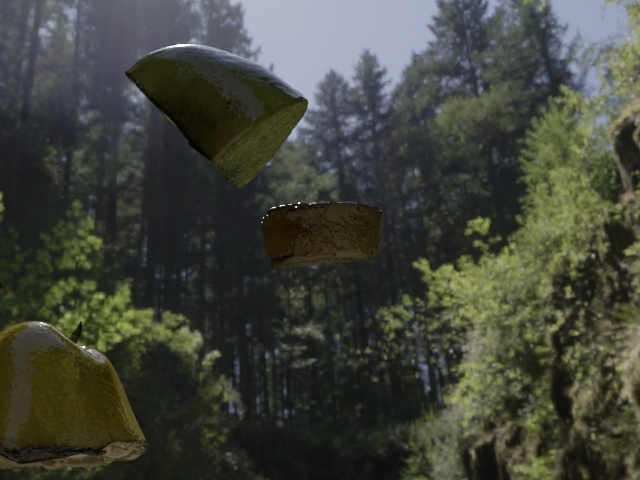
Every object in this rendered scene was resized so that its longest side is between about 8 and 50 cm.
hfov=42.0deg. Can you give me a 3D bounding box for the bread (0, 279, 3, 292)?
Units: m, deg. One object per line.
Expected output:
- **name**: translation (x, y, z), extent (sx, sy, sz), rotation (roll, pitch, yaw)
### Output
- **bread**: translation (-0.684, 0.105, 1.618), extent (0.084, 0.074, 0.139), rotation (0, -36, -44)

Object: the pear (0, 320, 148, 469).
- **pear**: translation (-0.337, 0.185, 0.994), extent (0.267, 0.178, 0.267), rotation (-8, -18, -3)

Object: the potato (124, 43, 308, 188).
- **potato**: translation (-0.192, -0.272, 1.553), extent (0.213, 0.280, 0.330), rotation (-45, -6, -2)

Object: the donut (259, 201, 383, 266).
- **donut**: translation (0.000, 0.000, 1.655), extent (0.272, 0.107, 0.272), rotation (-2, -9, 0)
